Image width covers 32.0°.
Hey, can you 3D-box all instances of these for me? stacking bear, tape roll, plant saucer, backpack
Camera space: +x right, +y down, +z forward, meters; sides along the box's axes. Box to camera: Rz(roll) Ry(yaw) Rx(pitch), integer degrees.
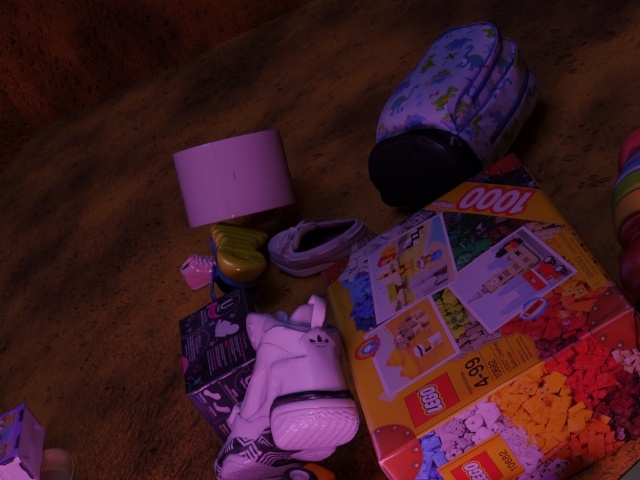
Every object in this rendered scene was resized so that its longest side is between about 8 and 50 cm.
[{"bbox_3d":[0.495,-0.022,1.603,0.175,0.164,0.289,-16,38,35],"label":"stacking bear"},{"bbox_3d":[-0.189,-0.136,2.453,0.246,0.169,0.246,-13,2,0],"label":"tape roll"},{"bbox_3d":[-0.499,0.443,1.837,0.241,0.037,0.241,-25,26,13],"label":"plant saucer"},{"bbox_3d":[0.270,-0.250,2.159,0.355,0.273,0.290,-37,17,-28],"label":"backpack"}]

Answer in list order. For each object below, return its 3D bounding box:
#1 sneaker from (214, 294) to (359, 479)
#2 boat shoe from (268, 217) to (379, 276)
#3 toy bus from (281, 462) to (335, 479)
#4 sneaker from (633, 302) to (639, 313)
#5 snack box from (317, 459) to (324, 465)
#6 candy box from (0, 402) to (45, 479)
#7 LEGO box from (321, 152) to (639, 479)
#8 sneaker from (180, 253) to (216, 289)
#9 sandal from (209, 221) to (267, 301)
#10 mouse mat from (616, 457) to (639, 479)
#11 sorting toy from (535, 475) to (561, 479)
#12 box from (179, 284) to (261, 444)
[{"bbox_3d":[-0.060,0.230,1.659,0.366,0.137,0.210,-45,44,53],"label":"sneaker"},{"bbox_3d":[-0.001,0.002,2.194,0.118,0.103,0.320,-49,28,-24],"label":"boat shoe"},{"bbox_3d":[-0.059,0.417,1.476,0.130,0.108,0.332,20,22,25],"label":"toy bus"},{"bbox_3d":[0.452,0.105,1.569,0.031,0.035,0.083,-32,27,6],"label":"sneaker"},{"bbox_3d":[-0.075,0.369,1.786,0.178,0.022,0.064,-30,29,12],"label":"snack box"},{"bbox_3d":[-0.572,0.386,1.892,0.196,0.070,0.165,-29,26,4],"label":"candy box"},{"bbox_3d":[0.235,0.132,1.609,0.372,0.193,0.500,-33,27,7],"label":"LEGO box"},{"bbox_3d":[-0.246,0.053,2.441,0.134,0.070,0.051,-27,26,15],"label":"sneaker"},{"bbox_3d":[-0.178,0.054,2.312,0.126,0.138,0.317,11,18,-3],"label":"sandal"},{"bbox_3d":[0.439,0.296,1.314,0.152,0.007,0.189,-40,28,-7],"label":"mouse mat"},{"bbox_3d":[0.161,0.424,1.365,0.365,0.127,0.126,-28,55,7],"label":"sorting toy"},{"bbox_3d":[-0.140,0.223,1.941,0.142,0.163,0.247,-30,28,6],"label":"box"}]
